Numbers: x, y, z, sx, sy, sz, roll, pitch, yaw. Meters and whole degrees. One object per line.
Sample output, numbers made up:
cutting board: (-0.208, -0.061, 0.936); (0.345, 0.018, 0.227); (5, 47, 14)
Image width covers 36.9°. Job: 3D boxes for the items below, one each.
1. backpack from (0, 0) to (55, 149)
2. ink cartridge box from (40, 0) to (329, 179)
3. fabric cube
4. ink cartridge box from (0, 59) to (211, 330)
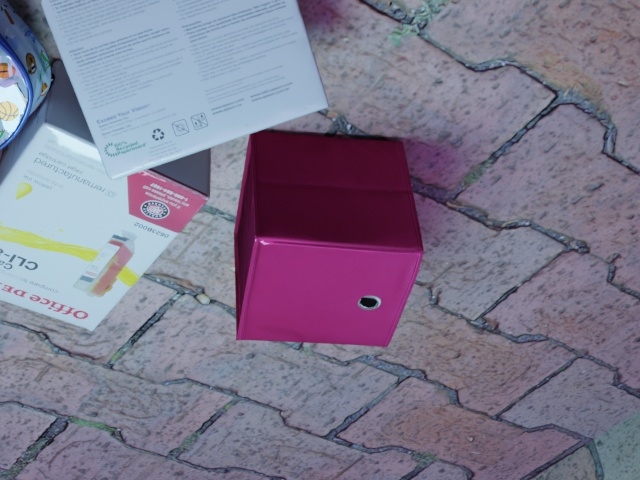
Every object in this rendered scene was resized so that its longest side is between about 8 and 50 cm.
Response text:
backpack: (-0.503, -0.234, 1.273); (0.277, 0.213, 0.263); (-34, 120, 26)
ink cartridge box: (-0.189, -0.288, 1.304); (0.324, 0.071, 0.330); (-18, 105, -2)
fabric cube: (0.000, 0.000, 1.569); (0.258, 0.259, 0.254); (4, 137, -11)
ink cartridge box: (-0.392, -0.052, 1.533); (0.279, 0.160, 0.385); (24, 128, -29)
